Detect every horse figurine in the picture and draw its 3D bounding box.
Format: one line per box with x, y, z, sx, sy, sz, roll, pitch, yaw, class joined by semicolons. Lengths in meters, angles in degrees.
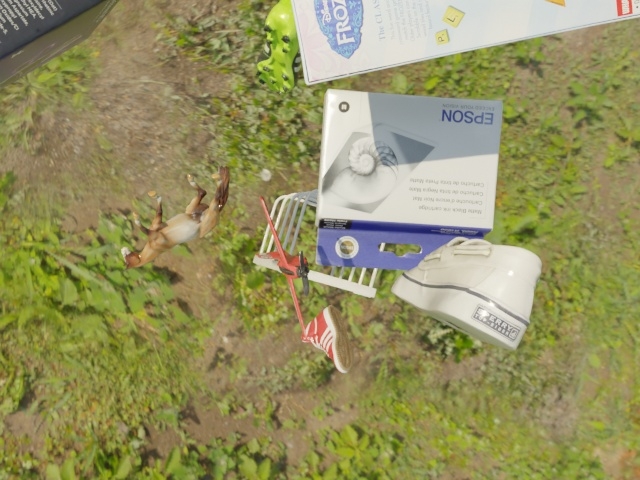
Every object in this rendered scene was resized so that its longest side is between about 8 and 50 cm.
-0.271;-0.045;1.367;0.263;0.066;0.174;-32;148;-26;horse figurine

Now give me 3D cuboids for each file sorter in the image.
0.000;0.000;1.452;0.193;0.278;0.173;17;87;-16;file sorter

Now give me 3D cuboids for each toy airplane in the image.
-0.035;0.023;0.713;0.028;0.151;0.151;-20;109;-16;toy airplane

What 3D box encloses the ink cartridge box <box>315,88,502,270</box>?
0.108;-0.070;0.880;0.224;0.045;0.223;3;95;-1;ink cartridge box

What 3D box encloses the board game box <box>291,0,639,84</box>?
0.113;-0.315;0.567;0.318;0.066;0.318;-8;104;10;board game box

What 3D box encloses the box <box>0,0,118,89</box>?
-0.287;-0.194;0.594;0.207;0.153;0.108;-43;108;-27;box

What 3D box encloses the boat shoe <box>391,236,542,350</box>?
0.138;0.039;0.681;0.096;0.267;0.088;29;87;0;boat shoe

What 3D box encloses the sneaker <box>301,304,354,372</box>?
0.009;0.165;1.092;0.067;0.118;0.042;-37;134;24;sneaker

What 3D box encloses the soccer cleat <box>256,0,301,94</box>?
-0.040;-0.240;0.868;0.060;0.179;0.072;33;73;1;soccer cleat
